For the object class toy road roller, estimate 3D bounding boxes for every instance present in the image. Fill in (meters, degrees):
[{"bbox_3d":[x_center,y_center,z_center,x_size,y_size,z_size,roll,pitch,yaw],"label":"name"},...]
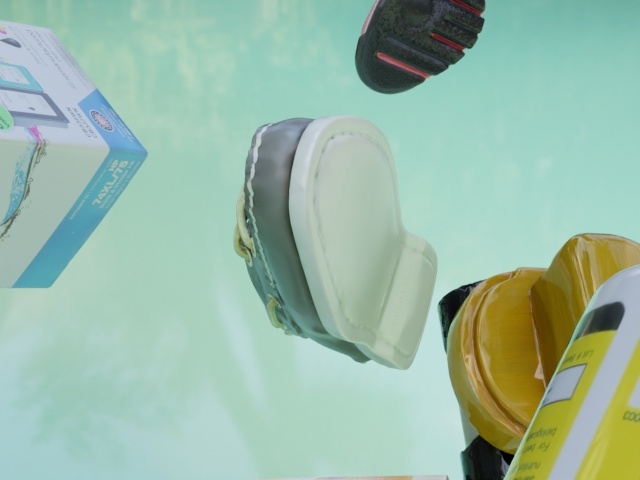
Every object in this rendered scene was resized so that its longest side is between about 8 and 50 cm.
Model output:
[{"bbox_3d":[0.270,0.111,1.372,0.329,0.203,0.240,2,-28,-16],"label":"toy road roller"}]

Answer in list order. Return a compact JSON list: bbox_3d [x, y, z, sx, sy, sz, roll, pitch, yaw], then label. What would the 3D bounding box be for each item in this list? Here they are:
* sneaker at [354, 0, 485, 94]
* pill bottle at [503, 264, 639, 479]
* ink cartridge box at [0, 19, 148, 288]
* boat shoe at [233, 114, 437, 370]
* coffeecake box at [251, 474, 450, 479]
[{"bbox_3d":[0.136,-0.299,1.760,0.116,0.314,0.136,30,-2,-13],"label":"sneaker"},{"bbox_3d":[0.141,0.191,0.679,0.188,0.188,0.334,12,64,39],"label":"pill bottle"},{"bbox_3d":[-0.353,-0.086,1.509,0.198,0.197,0.270,50,25,23],"label":"ink cartridge box"},{"bbox_3d":[-0.001,0.004,0.912,0.091,0.109,0.305,14,-14,17],"label":"boat shoe"},{"bbox_3d":[0.024,0.286,1.393,0.185,0.068,0.142,-4,55,17],"label":"coffeecake box"}]
